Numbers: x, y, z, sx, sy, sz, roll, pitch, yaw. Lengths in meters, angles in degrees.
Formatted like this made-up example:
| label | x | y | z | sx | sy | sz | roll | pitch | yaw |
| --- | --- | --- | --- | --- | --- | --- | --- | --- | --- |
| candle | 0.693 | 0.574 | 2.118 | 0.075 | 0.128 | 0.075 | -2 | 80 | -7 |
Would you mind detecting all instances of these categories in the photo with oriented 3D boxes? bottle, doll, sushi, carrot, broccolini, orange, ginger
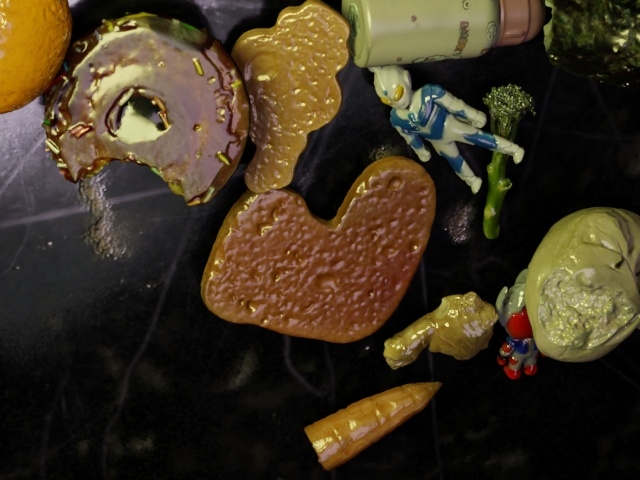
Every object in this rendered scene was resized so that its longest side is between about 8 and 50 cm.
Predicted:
| label | x | y | z | sx | sy | sz | roll | pitch | yaw |
| --- | --- | --- | --- | --- | --- | --- | --- | --- | --- |
| bottle | 0.148 | -0.265 | 1.415 | 0.233 | 0.110 | 0.110 | -8 | 118 | -14 |
| doll | 0.289 | 0.109 | 1.683 | 0.104 | 0.062 | 0.195 | -2 | 125 | -3 |
| sushi | 0.345 | -0.342 | 1.363 | 0.171 | 0.211 | 0.350 | 8 | 122 | 24 |
| carrot | 0.081 | 0.248 | 1.686 | 0.205 | 0.072 | 0.072 | -25 | 121 | -6 |
| broccolini | 0.233 | -0.103 | 1.571 | 0.067 | 0.058 | 0.216 | -7 | 128 | -11 |
| doll | 0.136 | -0.145 | 1.493 | 0.227 | 0.057 | 0.114 | 38 | 138 | -18 |
| orange | -0.348 | -0.221 | 1.249 | 0.193 | 0.161 | 0.193 | 4 | 100 | 22 |
| ginger | 0.169 | 0.133 | 1.656 | 0.165 | 0.067 | 0.096 | -30 | 122 | 14 |

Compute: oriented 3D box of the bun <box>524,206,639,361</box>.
| label | x | y | z | sx | sy | sz | roll | pitch | yaw |
| --- | --- | --- | --- | --- | --- | --- | --- | --- | --- |
| bun | 0.376 | 0.060 | 1.616 | 0.237 | 0.116 | 0.210 | -49 | 126 | -21 |

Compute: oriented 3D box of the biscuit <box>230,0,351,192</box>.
| label | x | y | z | sx | sy | sz | roll | pitch | yaw |
| --- | --- | --- | --- | --- | --- | --- | --- | --- | --- |
| biscuit | -0.050 | -0.173 | 1.418 | 0.144 | 0.040 | 0.236 | 30 | 108 | -13 |

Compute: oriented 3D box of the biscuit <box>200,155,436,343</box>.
| label | x | y | z | sx | sy | sz | roll | pitch | yaw |
| --- | --- | --- | --- | --- | --- | --- | --- | --- | --- |
| biscuit | 0.000 | -0.001 | 1.541 | 0.277 | 0.052 | 0.262 | 11 | 108 | -21 |

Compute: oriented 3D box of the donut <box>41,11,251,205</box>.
| label | x | y | z | sx | sy | sz | roll | pitch | yaw |
| --- | --- | --- | --- | --- | --- | --- | --- | --- | --- |
| donut | -0.193 | -0.151 | 1.364 | 0.230 | 0.096 | 0.216 | 1 | 106 | -4 |
